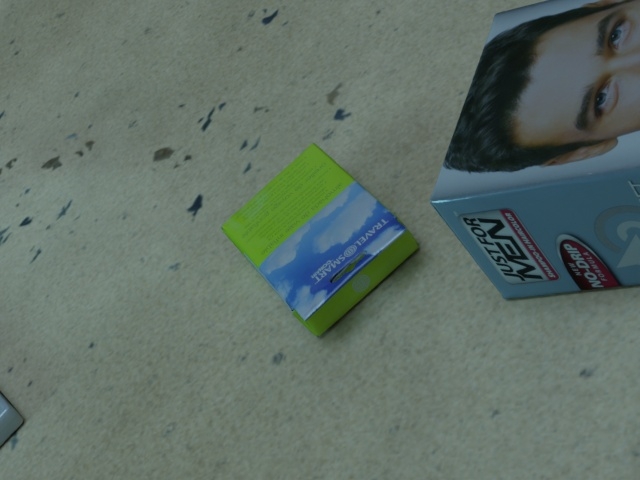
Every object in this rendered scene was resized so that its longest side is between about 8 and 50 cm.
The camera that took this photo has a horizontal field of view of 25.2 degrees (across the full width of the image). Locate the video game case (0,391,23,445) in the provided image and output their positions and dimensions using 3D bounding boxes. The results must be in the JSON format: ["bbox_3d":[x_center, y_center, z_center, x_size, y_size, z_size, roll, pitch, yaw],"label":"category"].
[{"bbox_3d":[-0.386,0.189,1.303,0.206,0.026,0.227,-47,36,-9],"label":"video game case"}]

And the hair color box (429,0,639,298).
[{"bbox_3d":[0.272,-0.084,0.909,0.374,0.113,0.185,-9,46,38],"label":"hair color box"}]

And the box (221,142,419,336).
[{"bbox_3d":[0.000,0.000,1.131,0.109,0.042,0.178,-42,35,-1],"label":"box"}]
